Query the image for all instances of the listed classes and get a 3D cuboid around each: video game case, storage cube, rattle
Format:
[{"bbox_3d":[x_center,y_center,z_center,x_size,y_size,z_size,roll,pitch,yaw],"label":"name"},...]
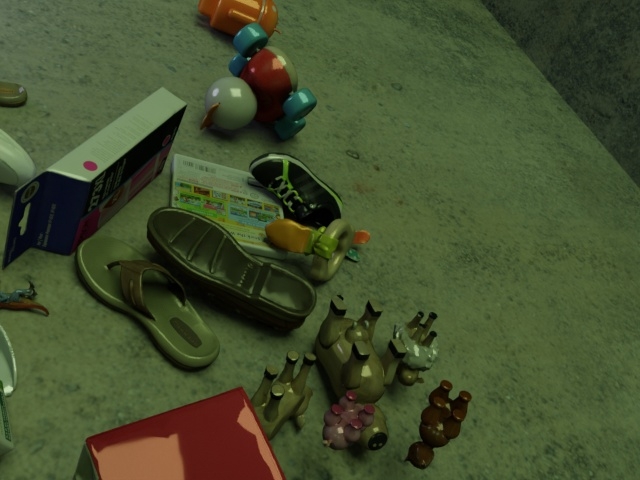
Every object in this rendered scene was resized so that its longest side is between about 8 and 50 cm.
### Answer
[{"bbox_3d":[-0.179,-0.066,1.187,0.227,0.026,0.206,13,45,-24],"label":"video game case"},{"bbox_3d":[-0.164,0.314,0.707,0.193,0.183,0.215,-10,58,-38],"label":"storage cube"},{"bbox_3d":[0.000,0.000,1.208,0.143,0.130,0.200,5,20,22],"label":"rattle"}]

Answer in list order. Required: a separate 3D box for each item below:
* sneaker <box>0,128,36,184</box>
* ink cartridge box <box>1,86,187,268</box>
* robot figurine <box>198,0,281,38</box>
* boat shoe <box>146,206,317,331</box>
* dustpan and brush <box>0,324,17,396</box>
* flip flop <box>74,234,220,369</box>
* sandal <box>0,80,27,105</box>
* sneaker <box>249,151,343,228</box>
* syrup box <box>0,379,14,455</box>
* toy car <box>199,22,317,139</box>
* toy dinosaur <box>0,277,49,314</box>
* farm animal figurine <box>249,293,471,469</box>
[{"bbox_3d":[-0.599,-0.129,0.928,0.305,0.114,0.152,19,56,-11],"label":"sneaker"},{"bbox_3d":[-0.353,-0.101,0.989,0.069,0.175,0.371,35,41,-1],"label":"ink cartridge box"},{"bbox_3d":[-0.207,-0.600,1.607,0.220,0.158,0.128,16,78,-20],"label":"robot figurine"},{"bbox_3d":[-0.161,0.063,1.019,0.307,0.104,0.110,33,49,-3],"label":"boat shoe"},{"bbox_3d":[-0.485,0.105,0.790,0.147,0.060,0.211,-3,53,-35],"label":"dustpan and brush"},{"bbox_3d":[-0.259,0.084,0.944,0.277,0.080,0.112,43,41,10],"label":"flip flop"},{"bbox_3d":[-0.616,-0.276,1.082,0.180,0.049,0.072,-5,54,-37],"label":"sandal"},{"bbox_3d":[-0.038,-0.091,1.230,0.235,0.084,0.097,28,40,-27],"label":"sneaker"},{"bbox_3d":[-0.419,0.167,0.631,0.096,0.236,0.093,-22,61,-13],"label":"syrup box"},{"bbox_3d":[-0.174,-0.305,1.339,0.238,0.210,0.219,-36,88,-19],"label":"toy car"},{"bbox_3d":[-0.444,0.083,0.858,0.082,0.047,0.090,-32,82,-28],"label":"toy dinosaur"},{"bbox_3d":[0.043,0.231,0.953,0.331,0.172,0.326,14,32,-11],"label":"farm animal figurine"}]
